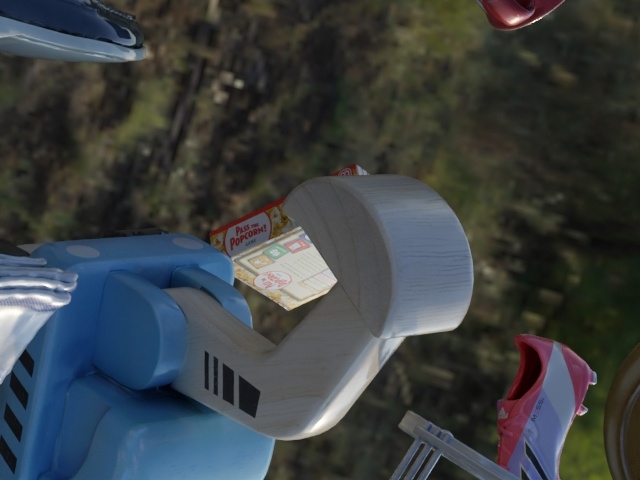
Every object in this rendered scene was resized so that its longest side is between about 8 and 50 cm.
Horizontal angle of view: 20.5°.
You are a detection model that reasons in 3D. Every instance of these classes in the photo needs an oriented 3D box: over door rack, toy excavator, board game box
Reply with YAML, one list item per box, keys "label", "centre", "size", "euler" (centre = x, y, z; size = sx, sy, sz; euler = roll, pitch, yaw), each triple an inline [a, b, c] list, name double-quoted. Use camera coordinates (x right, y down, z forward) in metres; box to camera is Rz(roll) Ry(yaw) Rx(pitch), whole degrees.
- label: "over door rack"
  centre: [0.121, 0.287, 1.178]
  size: [0.108, 0.324, 0.239]
  euler: [35, 85, -47]
- label: "toy excavator"
  centre: [-0.099, 0.104, 1.362]
  size: [0.222, 0.445, 0.433]
  euler: [-4, 115, -45]
- label: "board game box"
  centre: [0.000, 0.000, 1.932]
  size: [0.147, 0.193, 0.045]
  euler: [35, 38, -48]

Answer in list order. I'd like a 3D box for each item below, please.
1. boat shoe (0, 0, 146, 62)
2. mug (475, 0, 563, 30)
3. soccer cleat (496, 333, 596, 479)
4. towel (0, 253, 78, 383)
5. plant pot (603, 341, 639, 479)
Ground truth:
- label: "boat shoe"
  centre: [-0.201, -0.160, 1.151]
  size: [0.254, 0.095, 0.079]
  euler: [2, 88, -55]
- label: "mug"
  centre: [0.144, -0.270, 1.491]
  size: [0.113, 0.150, 0.169]
  euler: [-43, 117, 5]
- label: "soccer cleat"
  centre: [0.207, 0.214, 1.798]
  size: [0.083, 0.095, 0.248]
  euler: [-26, -140, 60]
- label: "towel"
  centre: [-0.296, 0.118, 1.152]
  size: [0.285, 0.034, 0.209]
  euler: [-50, 157, 14]
- label: "plant pot"
  centre: [0.340, 0.177, 1.479]
  size: [0.032, 0.236, 0.236]
  euler: [-19, 124, -54]
